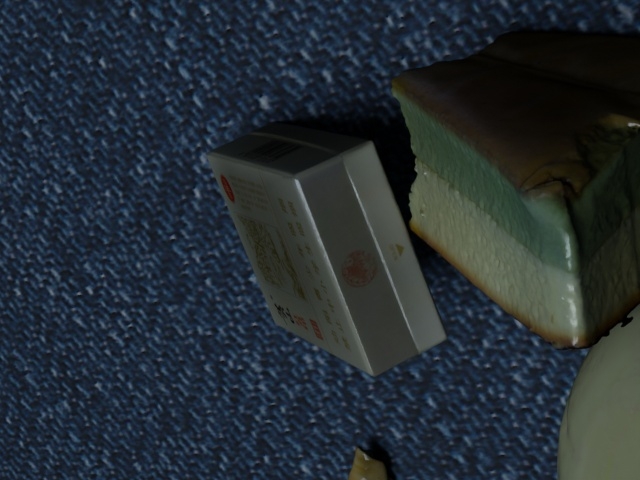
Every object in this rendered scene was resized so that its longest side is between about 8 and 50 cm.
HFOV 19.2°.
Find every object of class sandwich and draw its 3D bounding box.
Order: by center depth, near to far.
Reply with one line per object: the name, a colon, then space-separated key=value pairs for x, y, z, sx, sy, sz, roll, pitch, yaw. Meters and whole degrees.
sandwich: x=0.117 y=-0.036 z=1.065 sx=0.186 sy=0.220 sz=0.108 roll=7 pitch=119 yaw=35

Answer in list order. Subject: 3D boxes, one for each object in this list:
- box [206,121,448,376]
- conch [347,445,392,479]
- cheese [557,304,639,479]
box: x=0.000 y=0.000 z=1.221 sx=0.141 sy=0.058 sz=0.201 roll=68 pitch=165 yaw=-12
conch: x=0.018 y=0.306 z=1.423 sx=0.109 sy=0.093 sz=0.330 roll=25 pitch=127 yaw=34
cheese: x=0.272 y=0.135 z=1.109 sx=0.266 sy=0.127 sz=0.233 roll=31 pitch=133 yaw=24
